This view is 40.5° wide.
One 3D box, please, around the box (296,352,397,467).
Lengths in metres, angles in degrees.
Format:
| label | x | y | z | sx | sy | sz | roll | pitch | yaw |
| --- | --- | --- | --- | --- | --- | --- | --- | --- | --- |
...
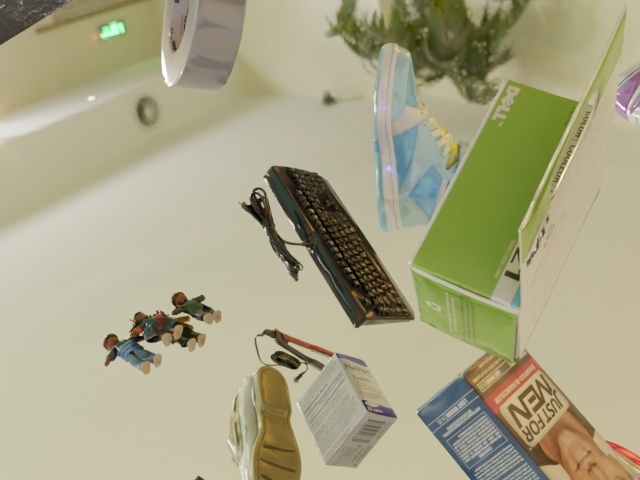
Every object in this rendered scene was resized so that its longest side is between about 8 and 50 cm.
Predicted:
| label | x | y | z | sx | sy | sz | roll | pitch | yaw |
| --- | --- | --- | --- | --- | --- | --- | --- | --- | --- |
| box | 0.041 | 0.279 | 1.422 | 0.072 | 0.126 | 0.137 | 18 | -152 | -38 |

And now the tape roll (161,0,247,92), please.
| label | x | y | z | sx | sy | sz | roll | pitch | yaw |
| --- | --- | --- | --- | --- | --- | --- | --- | --- | --- |
| tape roll | -0.178 | -0.333 | 1.299 | 0.072 | 0.219 | 0.219 | 5 | -166 | -23 |

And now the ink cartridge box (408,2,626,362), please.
| label | x | y | z | sx | sy | sz | roll | pitch | yaw |
| --- | --- | --- | --- | --- | --- | --- | --- | --- | --- |
| ink cartridge box | 0.147 | -0.042 | 0.662 | 0.097 | 0.255 | 0.189 | 23 | -109 | 22 |

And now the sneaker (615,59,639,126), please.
| label | x | y | z | sx | sy | sz | roll | pitch | yaw |
| --- | --- | --- | --- | --- | --- | --- | --- | --- | --- |
| sneaker | 0.675 | -0.309 | 1.574 | 0.282 | 0.102 | 0.161 | -47 | -146 | 13 |

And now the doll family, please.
| label | x | y | z | sx | sy | sz | roll | pitch | yaw |
| --- | --- | --- | --- | --- | --- | --- | --- | --- | --- |
| doll family | -0.249 | 0.139 | 1.332 | 0.111 | 0.076 | 0.193 | 23 | -153 | 35 |

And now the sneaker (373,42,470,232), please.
| label | x | y | z | sx | sy | sz | roll | pitch | yaw |
| --- | --- | --- | --- | --- | --- | --- | --- | --- | --- |
| sneaker | 0.191 | -0.169 | 1.430 | 0.208 | 0.319 | 0.127 | -1 | -155 | 7 |

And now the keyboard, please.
| label | x | y | z | sx | sy | sz | roll | pitch | yaw |
| --- | --- | --- | --- | --- | --- | --- | --- | --- | --- |
| keyboard | 0.000 | 0.000 | 1.281 | 0.201 | 0.033 | 0.317 | -1 | -135 | -39 |

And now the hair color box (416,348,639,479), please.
| label | x | y | z | sx | sy | sz | roll | pitch | yaw |
| --- | --- | --- | --- | --- | --- | --- | --- | --- | --- |
| hair color box | 0.306 | 0.307 | 1.155 | 0.174 | 0.347 | 0.105 | -23 | 160 | -52 |

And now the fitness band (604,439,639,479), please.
| label | x | y | z | sx | sy | sz | roll | pitch | yaw |
| --- | --- | --- | --- | --- | --- | --- | --- | --- | --- |
| fitness band | 0.561 | 0.496 | 1.642 | 0.290 | 0.209 | 0.054 | 38 | -141 | 10 |

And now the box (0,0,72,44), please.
| label | x | y | z | sx | sy | sz | roll | pitch | yaw |
| --- | --- | --- | --- | --- | --- | --- | --- | --- | --- |
| box | -0.316 | -0.302 | 0.873 | 0.158 | 0.093 | 0.156 | -33 | 162 | -2 |

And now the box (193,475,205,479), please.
| label | x | y | z | sx | sy | sz | roll | pitch | yaw |
| --- | --- | --- | --- | --- | --- | --- | --- | --- | --- |
| box | -0.053 | 0.485 | 1.221 | 0.242 | 0.307 | 0.076 | 18 | -123 | 41 |

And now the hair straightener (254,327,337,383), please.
| label | x | y | z | sx | sy | sz | roll | pitch | yaw |
| --- | --- | --- | --- | --- | --- | --- | --- | --- | --- |
| hair straightener | -0.040 | 0.247 | 1.774 | 0.047 | 0.230 | 0.089 | -8 | -121 | 59 |

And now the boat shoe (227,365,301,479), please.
| label | x | y | z | sx | sy | sz | roll | pitch | yaw |
| --- | --- | --- | --- | --- | --- | --- | --- | --- | --- |
| boat shoe | -0.111 | 0.386 | 1.620 | 0.103 | 0.113 | 0.302 | -40 | -146 | 31 |
